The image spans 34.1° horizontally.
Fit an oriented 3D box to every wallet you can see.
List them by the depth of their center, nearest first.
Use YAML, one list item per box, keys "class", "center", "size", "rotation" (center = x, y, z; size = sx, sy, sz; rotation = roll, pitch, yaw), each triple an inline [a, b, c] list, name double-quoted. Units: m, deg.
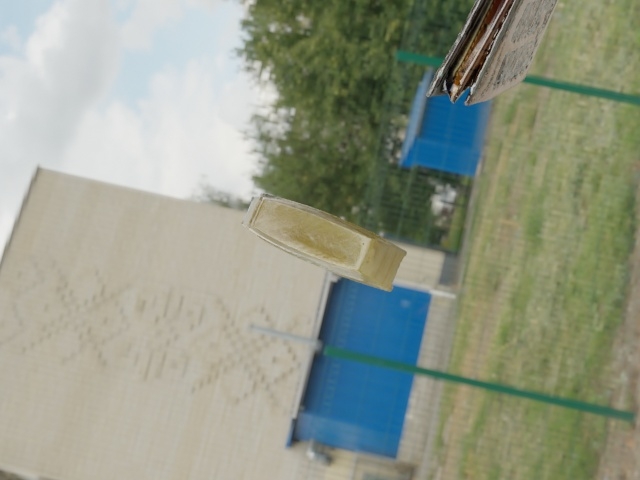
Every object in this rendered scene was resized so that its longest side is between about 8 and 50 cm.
- class: "wallet"
  center: [0.165, -0.191, 0.848]
  size: [0.195, 0.042, 0.161]
  rotation: [-32, -27, -60]

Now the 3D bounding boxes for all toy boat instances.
- class: "toy boat"
  center: [0.000, 0.000, 1.124]
  size: [0.057, 0.200, 0.077]
  rotation: [-66, -25, -4]
